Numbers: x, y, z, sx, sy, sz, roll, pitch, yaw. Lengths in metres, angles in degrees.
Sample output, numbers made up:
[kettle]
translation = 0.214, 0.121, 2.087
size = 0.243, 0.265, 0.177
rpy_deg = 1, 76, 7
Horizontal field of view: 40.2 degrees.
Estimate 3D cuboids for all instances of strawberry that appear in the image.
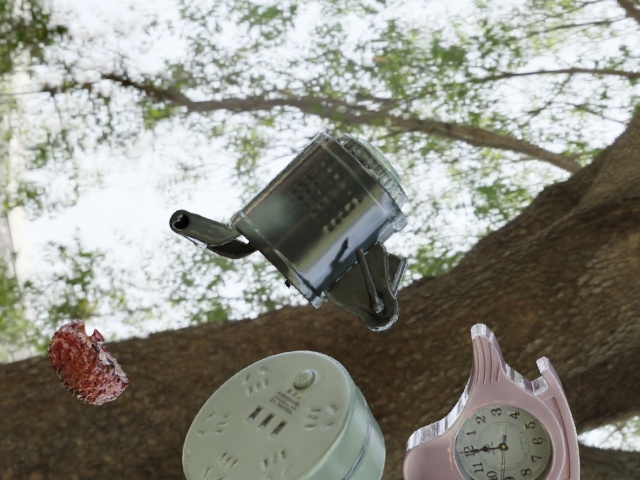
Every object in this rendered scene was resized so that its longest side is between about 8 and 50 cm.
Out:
[strawberry]
translation = -0.356, 0.188, 1.327
size = 0.145, 0.086, 0.145
rpy_deg = 56, -11, 16

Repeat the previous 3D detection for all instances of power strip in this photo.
[power strip]
translation = -0.073, 0.373, 1.542
size = 0.357, 0.357, 0.161
rpy_deg = 18, -36, 49

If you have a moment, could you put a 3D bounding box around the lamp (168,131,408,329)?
[lamp]
translation = -0.004, -0.044, 1.389
size = 0.374, 0.205, 0.272
rpy_deg = 27, -97, 11

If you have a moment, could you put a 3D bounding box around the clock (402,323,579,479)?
[clock]
translation = 0.258, 0.282, 1.388
size = 0.275, 0.080, 0.290
rpy_deg = -8, -86, 10
